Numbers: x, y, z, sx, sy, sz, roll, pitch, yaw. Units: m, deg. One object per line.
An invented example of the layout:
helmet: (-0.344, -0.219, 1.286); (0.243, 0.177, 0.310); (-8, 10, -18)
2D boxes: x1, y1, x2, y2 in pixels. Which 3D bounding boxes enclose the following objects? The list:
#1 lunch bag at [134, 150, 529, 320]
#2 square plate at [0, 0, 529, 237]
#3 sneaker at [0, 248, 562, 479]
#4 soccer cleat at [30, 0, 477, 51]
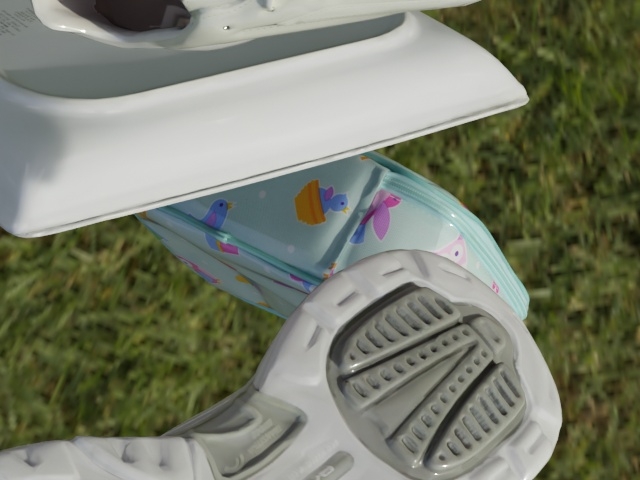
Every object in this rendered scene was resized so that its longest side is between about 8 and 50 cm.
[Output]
lunch bag: (0.000, 0.000, 1.284); (0.279, 0.224, 0.108); (25, 80, 31)
square plate: (-0.110, -0.130, 1.100); (0.344, 0.347, 0.049); (-16, 125, -33)
sneaker: (-0.039, 0.093, 0.456); (0.090, 0.232, 0.115); (53, 139, 15)
soccer cleat: (-0.002, -0.089, 0.520); (0.196, 0.076, 0.068); (-14, 94, 44)
